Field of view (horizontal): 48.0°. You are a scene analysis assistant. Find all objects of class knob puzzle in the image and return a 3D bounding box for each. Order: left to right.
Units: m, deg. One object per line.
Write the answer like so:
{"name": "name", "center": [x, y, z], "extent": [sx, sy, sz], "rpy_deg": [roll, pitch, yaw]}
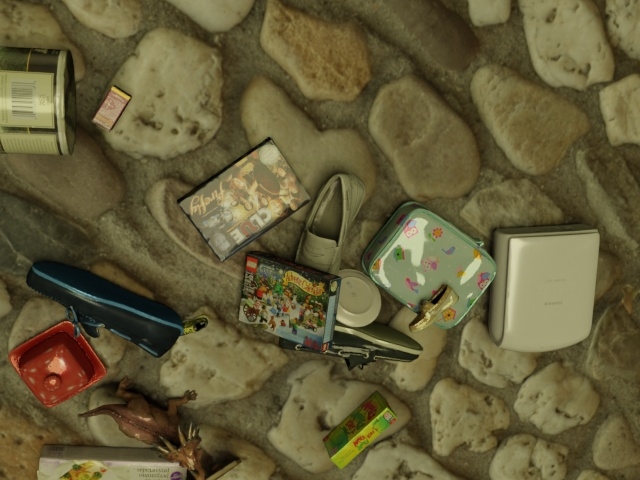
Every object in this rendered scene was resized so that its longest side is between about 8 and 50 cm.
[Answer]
{"name": "knob puzzle", "center": [-0.275, 0.550, 1.630], "extent": [0.213, 0.213, 0.030], "rpy_deg": [-34, 78, -2]}

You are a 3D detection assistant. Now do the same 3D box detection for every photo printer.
{"name": "photo printer", "center": [0.532, 0.121, 1.728], "extent": [0.255, 0.107, 0.308], "rpy_deg": [-3, 104, -12]}

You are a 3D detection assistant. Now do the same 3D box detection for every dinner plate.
{"name": "dinner plate", "center": [0.075, 0.127, 1.630], "extent": [0.141, 0.017, 0.141], "rpy_deg": [10, 59, -16]}

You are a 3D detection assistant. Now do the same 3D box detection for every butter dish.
{"name": "butter dish", "center": [-0.561, 0.280, 1.520], "extent": [0.159, 0.118, 0.160], "rpy_deg": [-30, 109, -3]}

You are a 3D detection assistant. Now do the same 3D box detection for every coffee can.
{"name": "coffee can", "center": [-0.605, -0.259, 1.327], "extent": [0.275, 0.201, 0.202], "rpy_deg": [1, 104, -13]}

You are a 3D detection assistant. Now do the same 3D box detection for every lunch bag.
{"name": "lunch bag", "center": [0.254, 0.054, 1.649], "extent": [0.279, 0.108, 0.224], "rpy_deg": [35, 94, -18]}

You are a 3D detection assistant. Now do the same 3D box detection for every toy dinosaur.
{"name": "toy dinosaur", "center": [-0.368, 0.400, 1.550], "extent": [0.295, 0.200, 0.127], "rpy_deg": [20, 99, -16]}

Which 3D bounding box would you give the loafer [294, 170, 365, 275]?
{"name": "loafer", "center": [0.000, 0.000, 1.564], "extent": [0.112, 0.111, 0.320], "rpy_deg": [21, 96, 25]}

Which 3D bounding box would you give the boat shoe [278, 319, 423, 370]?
{"name": "boat shoe", "center": [0.063, 0.241, 1.646], "extent": [0.339, 0.127, 0.113], "rpy_deg": [14, 102, -14]}

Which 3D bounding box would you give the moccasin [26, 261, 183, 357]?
{"name": "moccasin", "center": [-0.457, 0.159, 1.504], "extent": [0.341, 0.138, 0.117], "rpy_deg": [28, 101, -17]}

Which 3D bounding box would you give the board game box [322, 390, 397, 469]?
{"name": "board game box", "center": [0.093, 0.453, 1.723], "extent": [0.181, 0.092, 0.043], "rpy_deg": [-42, 108, 1]}

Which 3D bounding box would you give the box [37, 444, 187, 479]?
{"name": "box", "center": [-0.467, 0.511, 1.628], "extent": [0.323, 0.067, 0.063], "rpy_deg": [6, 104, -15]}

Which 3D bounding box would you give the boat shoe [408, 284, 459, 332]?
{"name": "boat shoe", "center": [0.243, 0.149, 1.589], "extent": [0.135, 0.050, 0.045], "rpy_deg": [-39, 106, -12]}

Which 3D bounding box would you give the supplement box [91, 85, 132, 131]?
{"name": "supplement box", "center": [-0.419, -0.266, 1.445], "extent": [0.043, 0.055, 0.083], "rpy_deg": [32, 95, -17]}

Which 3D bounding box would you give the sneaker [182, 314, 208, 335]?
{"name": "sneaker", "center": [-0.289, 0.192, 1.601], "extent": [0.083, 0.035, 0.031], "rpy_deg": [-25, 107, -5]}

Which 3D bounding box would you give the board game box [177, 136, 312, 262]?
{"name": "board game box", "center": [-0.162, -0.087, 1.554], "extent": [0.243, 0.042, 0.165], "rpy_deg": [-35, 109, -2]}

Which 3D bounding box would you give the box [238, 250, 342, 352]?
{"name": "box", "center": [-0.070, 0.128, 1.547], "extent": [0.044, 0.233, 0.159], "rpy_deg": [-12, 112, -54]}
